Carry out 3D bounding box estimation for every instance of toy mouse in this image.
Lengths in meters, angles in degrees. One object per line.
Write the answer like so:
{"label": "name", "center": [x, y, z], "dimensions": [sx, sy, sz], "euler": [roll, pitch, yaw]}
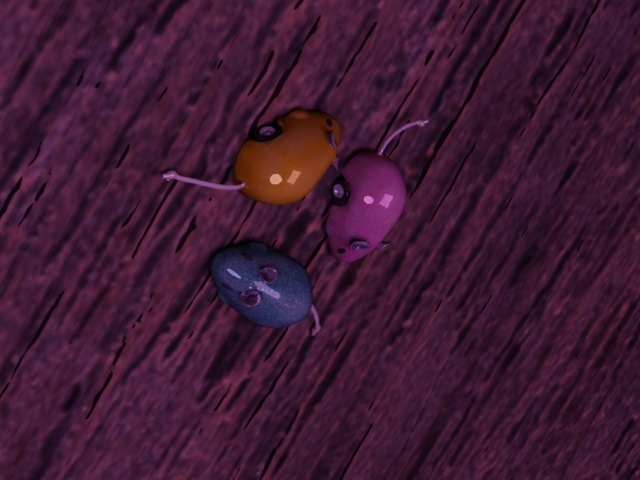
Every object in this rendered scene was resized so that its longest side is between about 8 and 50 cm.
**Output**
{"label": "toy mouse", "center": [0.000, 0.000, 0.804], "dimensions": [0.161, 0.031, 0.143], "euler": [-29, 133, -31]}
